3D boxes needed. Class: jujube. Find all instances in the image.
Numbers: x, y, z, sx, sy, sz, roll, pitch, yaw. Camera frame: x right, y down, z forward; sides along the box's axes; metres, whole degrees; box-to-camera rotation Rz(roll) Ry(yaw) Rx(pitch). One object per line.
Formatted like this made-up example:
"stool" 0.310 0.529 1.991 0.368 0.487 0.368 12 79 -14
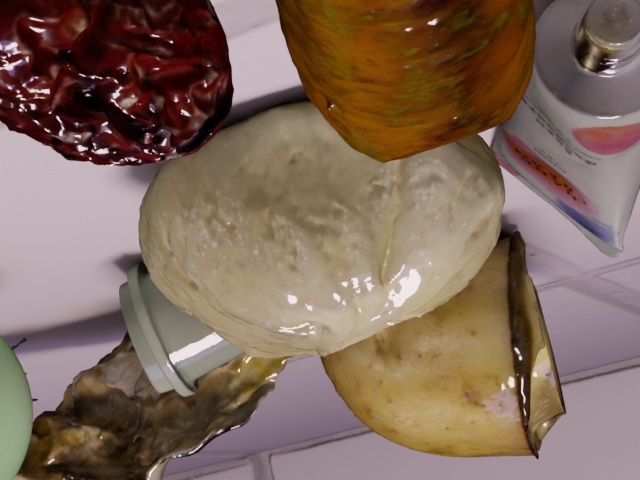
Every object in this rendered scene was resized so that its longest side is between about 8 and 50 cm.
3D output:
"jujube" -0.106 -0.089 0.566 0.104 0.104 0.166 -19 154 27

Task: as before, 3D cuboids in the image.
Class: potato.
"potato" 0.118 0.109 1.309 0.242 0.243 0.285 -15 173 13

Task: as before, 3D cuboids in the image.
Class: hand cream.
"hand cream" 0.159 -0.068 0.840 0.078 0.124 0.341 -47 167 -10

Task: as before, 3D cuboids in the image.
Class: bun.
"bun" 0.000 0.000 0.883 0.243 0.153 0.244 -8 162 -3

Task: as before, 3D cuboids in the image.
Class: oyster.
"oyster" -0.143 0.129 1.256 0.351 0.115 0.238 -31 -167 23

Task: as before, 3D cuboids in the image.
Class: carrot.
"carrot" 0.027 -0.118 0.521 0.114 0.114 0.302 -13 162 5

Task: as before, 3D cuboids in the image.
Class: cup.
"cup" -0.087 0.058 1.121 0.141 0.120 0.120 -20 166 2

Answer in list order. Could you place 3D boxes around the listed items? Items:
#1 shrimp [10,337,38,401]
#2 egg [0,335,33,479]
"shrimp" -0.428 0.182 1.316 0.343 0.116 0.145 -21 148 15
"egg" -0.348 0.141 0.999 0.269 0.220 0.220 -1 163 -31
